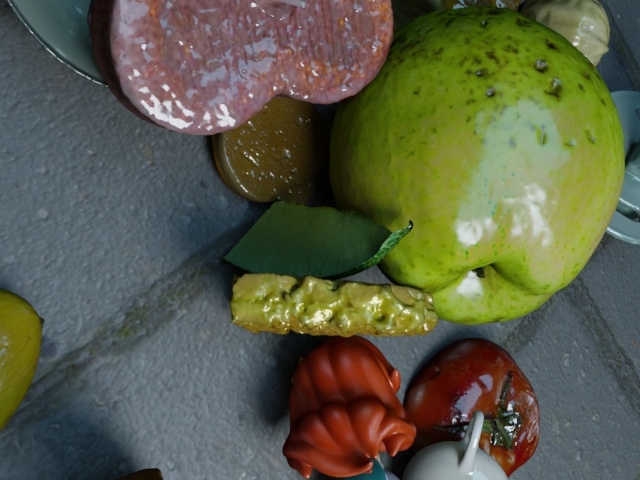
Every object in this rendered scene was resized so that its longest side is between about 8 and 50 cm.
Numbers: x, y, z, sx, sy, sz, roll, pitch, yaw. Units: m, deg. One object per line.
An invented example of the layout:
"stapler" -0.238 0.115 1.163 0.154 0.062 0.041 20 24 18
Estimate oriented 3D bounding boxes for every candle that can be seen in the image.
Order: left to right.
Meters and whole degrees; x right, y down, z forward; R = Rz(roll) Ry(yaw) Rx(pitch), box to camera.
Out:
"candle" -0.072 -0.260 0.658 0.316 0.131 0.287 -17 111 -25

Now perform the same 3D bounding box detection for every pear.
"pear" 0.192 -0.081 0.821 0.390 0.391 0.391 6 78 -30

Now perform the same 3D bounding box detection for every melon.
"melon" 0.000 0.000 0.753 0.053 0.261 0.114 35 64 -42

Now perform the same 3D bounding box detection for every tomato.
"tomato" 0.241 0.256 0.943 0.227 0.101 0.228 4 82 -32

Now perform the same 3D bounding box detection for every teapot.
"teapot" 0.179 0.328 0.846 0.145 0.092 0.226 17 109 9

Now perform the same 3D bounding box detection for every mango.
"mango" -0.362 0.149 0.606 0.137 0.091 0.238 34 70 -20

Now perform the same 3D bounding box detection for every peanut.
"peanut" 0.326 -0.294 0.985 0.146 0.305 0.147 -1 95 -13

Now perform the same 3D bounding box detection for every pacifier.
"pacifier" 0.574 -0.171 1.132 0.288 0.269 0.343 32 60 5

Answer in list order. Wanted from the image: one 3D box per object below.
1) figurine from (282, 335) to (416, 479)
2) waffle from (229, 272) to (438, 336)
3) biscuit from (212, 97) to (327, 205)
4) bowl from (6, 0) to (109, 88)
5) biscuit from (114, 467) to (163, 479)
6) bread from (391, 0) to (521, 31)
"figurine" 0.044 0.249 0.768 0.208 0.180 0.257 -12 87 -50
"waffle" 0.022 0.081 0.742 0.219 0.229 0.057 2 79 4
"biscuit" -0.065 -0.117 0.858 0.170 0.050 0.170 2 87 -35
"bowl" -0.201 -0.340 0.724 0.337 0.157 0.337 -10 112 -27
"biscuit" -0.108 0.432 0.564 0.078 0.350 0.456 -16 74 -15
"bread" 0.151 -0.417 0.949 0.279 0.207 0.279 33 65 -23
